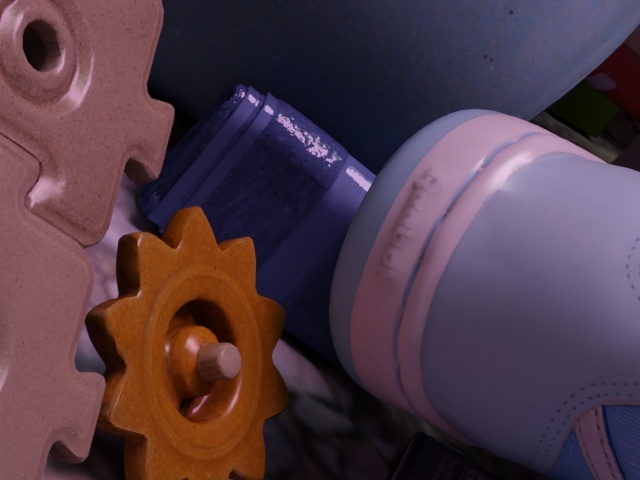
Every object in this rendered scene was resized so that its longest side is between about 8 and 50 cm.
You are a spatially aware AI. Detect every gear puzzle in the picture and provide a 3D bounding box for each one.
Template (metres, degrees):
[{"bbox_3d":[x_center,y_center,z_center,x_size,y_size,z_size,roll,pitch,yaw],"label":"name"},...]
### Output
[{"bbox_3d":[-0.110,-0.028,0.363,0.339,0.044,0.175,37,56,-46],"label":"gear puzzle"}]

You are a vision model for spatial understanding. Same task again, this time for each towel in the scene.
[{"bbox_3d":[0.000,0.000,0.553,0.119,0.067,0.029,38,25,-12],"label":"towel"}]

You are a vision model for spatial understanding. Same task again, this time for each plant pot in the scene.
[{"bbox_3d":[-0.007,-0.159,0.602,0.255,0.272,0.271,53,20,-16],"label":"plant pot"}]

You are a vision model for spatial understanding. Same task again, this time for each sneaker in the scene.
[{"bbox_3d":[0.163,0.072,0.519,0.208,0.127,0.319,27,4,40],"label":"sneaker"}]

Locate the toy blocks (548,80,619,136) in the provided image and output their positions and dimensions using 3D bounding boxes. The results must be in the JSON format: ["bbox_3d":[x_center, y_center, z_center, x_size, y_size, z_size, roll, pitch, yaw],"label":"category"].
[{"bbox_3d":[0.192,-0.209,1.139,0.381,0.190,0.261,25,17,-36],"label":"toy blocks"}]

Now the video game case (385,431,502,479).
[{"bbox_3d":[0.120,0.170,0.435,0.274,0.026,0.196,31,22,5],"label":"video game case"}]

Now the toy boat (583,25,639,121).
[{"bbox_3d":[0.094,-0.124,0.817,0.231,0.151,0.151,32,29,-26],"label":"toy boat"}]

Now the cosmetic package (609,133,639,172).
[{"bbox_3d":[0.306,0.052,0.855,0.217,0.156,0.385,33,26,-19],"label":"cosmetic package"}]
